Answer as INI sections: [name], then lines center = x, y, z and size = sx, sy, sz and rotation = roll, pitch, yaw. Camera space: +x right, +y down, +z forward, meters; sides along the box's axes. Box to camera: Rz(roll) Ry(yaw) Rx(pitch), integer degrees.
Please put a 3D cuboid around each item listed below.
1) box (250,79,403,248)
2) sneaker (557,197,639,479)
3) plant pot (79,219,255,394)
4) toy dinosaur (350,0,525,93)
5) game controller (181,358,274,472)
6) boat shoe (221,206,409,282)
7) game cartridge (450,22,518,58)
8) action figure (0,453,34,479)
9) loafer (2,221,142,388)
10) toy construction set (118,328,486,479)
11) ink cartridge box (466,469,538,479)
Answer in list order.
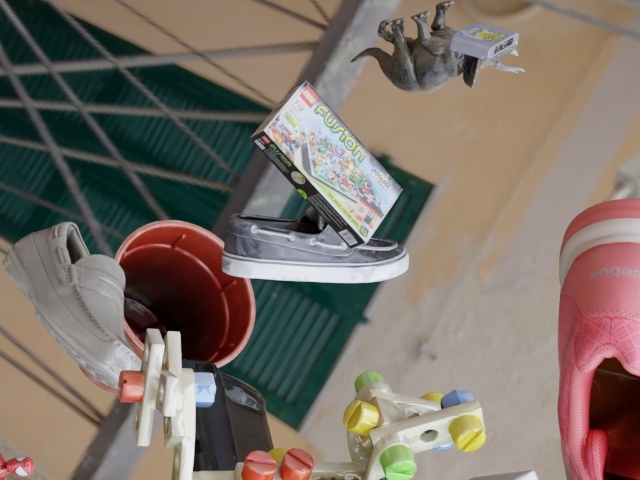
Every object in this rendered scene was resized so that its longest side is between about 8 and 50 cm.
[box]
center = 0.010, -0.101, 1.602
size = 0.207, 0.036, 0.114
rotation = 47, 54, -17
[sneaker]
center = 0.189, 0.130, 0.748
size = 0.136, 0.116, 0.314
rotation = -62, 145, -46
[plant pot]
center = -0.298, 0.139, 2.108
size = 0.272, 0.272, 0.265
rotation = -28, 176, -42
[toy dinosaur]
center = 0.176, -0.315, 2.066
size = 0.121, 0.313, 0.160
rotation = -41, 114, -56
[game controller]
center = -0.097, 0.285, 1.370
size = 0.067, 0.319, 0.166
rotation = -27, 143, 17
[boat shoe]
center = 0.000, 0.000, 1.766
size = 0.301, 0.108, 0.102
rotation = 2, 105, -23
[game cartridge]
center = 0.182, -0.225, 1.344
size = 0.083, 0.056, 0.017
rotation = -35, 135, -51
[action figure]
center = -0.487, 0.273, 1.490
size = 0.280, 0.091, 0.139
rotation = 7, 155, -28
[loafer]
center = -0.282, 0.065, 1.422
size = 0.111, 0.319, 0.112
rotation = -41, 132, -8
[toy construction set]
center = -0.031, 0.198, 1.088
size = 0.151, 0.328, 0.215
rotation = -87, -168, -55
[ink cartridge box]
center = 0.226, 0.553, 1.664
size = 0.279, 0.160, 0.384
rotation = -19, 86, -31
